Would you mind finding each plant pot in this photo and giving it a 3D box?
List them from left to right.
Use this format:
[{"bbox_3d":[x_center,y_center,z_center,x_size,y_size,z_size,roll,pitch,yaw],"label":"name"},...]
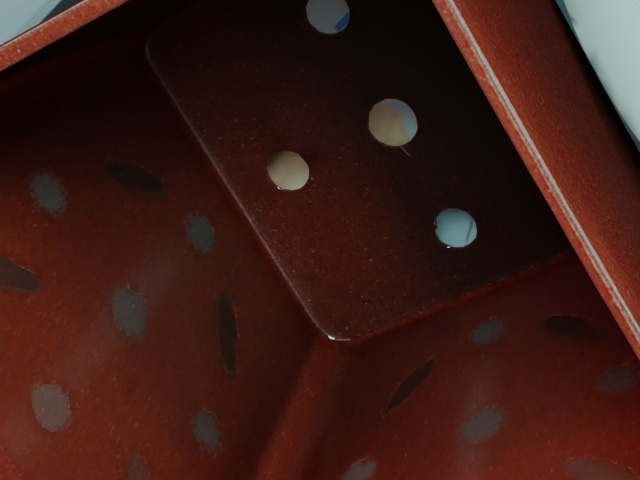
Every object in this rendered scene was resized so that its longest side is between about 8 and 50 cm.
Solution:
[{"bbox_3d":[0.000,0.000,0.672,0.267,0.267,0.235,-24,17,26],"label":"plant pot"}]

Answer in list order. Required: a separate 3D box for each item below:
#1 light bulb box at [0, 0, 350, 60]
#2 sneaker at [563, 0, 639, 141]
[{"bbox_3d":[-0.164,-0.191,0.910,0.358,0.225,0.361,-44,51,12],"label":"light bulb box"},{"bbox_3d":[0.211,-0.156,0.683,0.236,0.130,0.322,-35,49,25],"label":"sneaker"}]
